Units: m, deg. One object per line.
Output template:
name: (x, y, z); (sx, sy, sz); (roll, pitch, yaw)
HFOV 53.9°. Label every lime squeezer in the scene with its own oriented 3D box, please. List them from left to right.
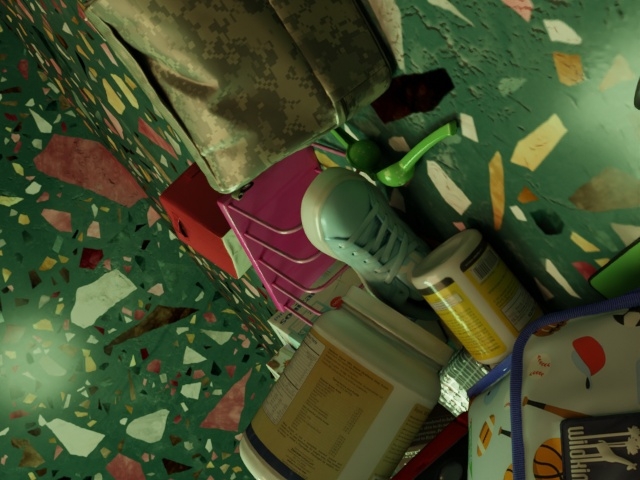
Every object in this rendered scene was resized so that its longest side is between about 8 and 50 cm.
lime squeezer: (0.074, -0.134, 0.895); (0.310, 0.059, 0.110); (26, 152, 50)

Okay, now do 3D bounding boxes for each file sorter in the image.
file sorter: (0.000, 0.000, 1.102); (0.182, 0.202, 0.291); (27, 152, 41)

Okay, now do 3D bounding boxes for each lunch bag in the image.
lunch bag: (-0.106, -0.238, 0.779); (0.305, 0.256, 0.212); (56, 160, -21)
lunch bag: (0.298, 0.263, 0.661); (0.238, 0.328, 0.386); (13, 148, -6)

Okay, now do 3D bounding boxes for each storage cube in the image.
storage cube: (-0.212, -0.067, 1.431); (0.193, 0.215, 0.184); (33, 156, 23)

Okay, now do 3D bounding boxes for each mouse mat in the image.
mouse mat: (0.394, 0.082, 0.681); (0.189, 0.007, 0.153); (44, 161, 15)

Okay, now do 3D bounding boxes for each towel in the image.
towel: (0.324, 0.273, 1.031); (0.283, 0.121, 0.235); (42, 160, 18)

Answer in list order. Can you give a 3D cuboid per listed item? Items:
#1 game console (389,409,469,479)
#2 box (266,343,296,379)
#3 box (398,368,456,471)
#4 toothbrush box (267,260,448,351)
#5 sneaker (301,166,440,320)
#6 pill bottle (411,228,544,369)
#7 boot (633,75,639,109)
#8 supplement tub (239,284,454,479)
game console: (0.207, 0.476, 0.984); (0.060, 0.342, 0.387); (26, 150, 56)
box: (0.022, 0.317, 1.208); (0.324, 0.063, 0.067); (32, 159, 40)
box: (0.228, 0.377, 1.270); (0.203, 0.168, 0.167); (70, -168, -45)
toothbrush box: (0.069, 0.184, 1.277); (0.295, 0.216, 0.126); (26, 151, 51)
sneaker: (0.112, 0.015, 0.969); (0.150, 0.135, 0.366); (25, 169, 40)
pill bottle: (0.235, 0.097, 0.886); (0.209, 0.119, 0.119); (51, 161, -4)
boot: (0.309, -0.120, 0.322); (0.223, 0.118, 0.338); (48, 158, 19)
supplement tub: (0.046, 0.251, 0.985); (0.228, 0.316, 0.228); (33, 177, 2)
